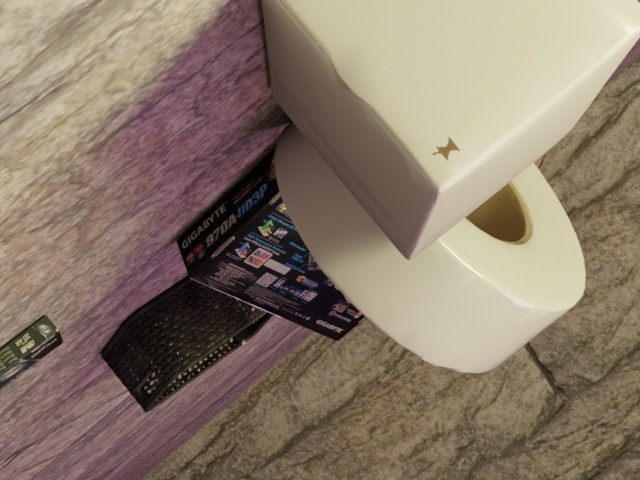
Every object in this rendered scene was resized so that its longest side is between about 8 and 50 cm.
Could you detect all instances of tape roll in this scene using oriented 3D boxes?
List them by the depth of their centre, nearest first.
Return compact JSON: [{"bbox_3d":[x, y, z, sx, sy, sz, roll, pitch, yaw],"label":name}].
[{"bbox_3d":[0.097,-0.028,1.367,0.100,0.286,0.286,-43,172,28],"label":"tape roll"}]

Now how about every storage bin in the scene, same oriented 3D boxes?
[{"bbox_3d":[-0.140,0.096,1.746,0.180,0.084,0.122,-34,172,-35],"label":"storage bin"}]

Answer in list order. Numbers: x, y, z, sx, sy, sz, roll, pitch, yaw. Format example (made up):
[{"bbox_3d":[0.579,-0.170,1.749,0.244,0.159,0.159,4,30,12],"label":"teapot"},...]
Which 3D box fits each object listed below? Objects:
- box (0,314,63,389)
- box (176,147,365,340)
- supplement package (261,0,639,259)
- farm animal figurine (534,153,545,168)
[{"bbox_3d":[-0.265,0.102,1.380,0.083,0.018,0.067,-38,174,-14],"label":"box"},{"bbox_3d":[0.000,0.000,1.517,0.175,0.051,0.220,-42,137,22],"label":"box"},{"bbox_3d":[0.081,-0.123,1.085,0.175,0.177,0.293,-38,174,-5],"label":"supplement package"},{"bbox_3d":[0.129,-0.042,1.745,0.327,0.172,0.330,-43,-176,-6],"label":"farm animal figurine"}]
